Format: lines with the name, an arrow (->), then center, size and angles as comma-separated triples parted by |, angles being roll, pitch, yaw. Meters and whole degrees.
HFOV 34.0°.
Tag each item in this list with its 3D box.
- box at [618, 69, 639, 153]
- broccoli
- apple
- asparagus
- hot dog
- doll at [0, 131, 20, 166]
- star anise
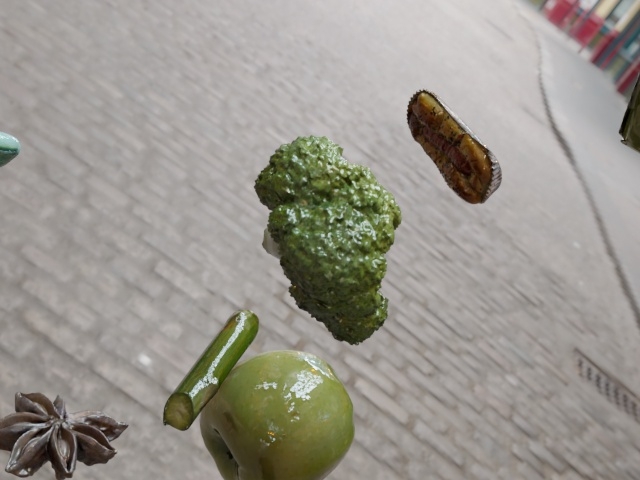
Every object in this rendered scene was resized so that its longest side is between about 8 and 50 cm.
box -> 0.532, -0.302, 1.151 | 0.138, 0.372, 0.420 | 35, 49, 29
broccoli -> 0.027, 0.006, 1.418 | 0.254, 0.186, 0.302 | 60, -3, 18
apple -> -0.072, 0.318, 1.818 | 0.279, 0.279, 0.279 | 33, 18, -12
asparagus -> -0.173, 0.202, 1.687 | 0.060, 0.067, 0.277 | 54, 31, -13
hot dog -> 0.187, -0.132, 1.492 | 0.059, 0.108, 0.191 | -23, 58, -24
doll -> -0.480, -0.160, 1.354 | 0.159, 0.059, 0.158 | 60, 27, -1
star anise -> -0.423, 0.313, 1.643 | 0.212, 0.073, 0.197 | 21, 28, 17
